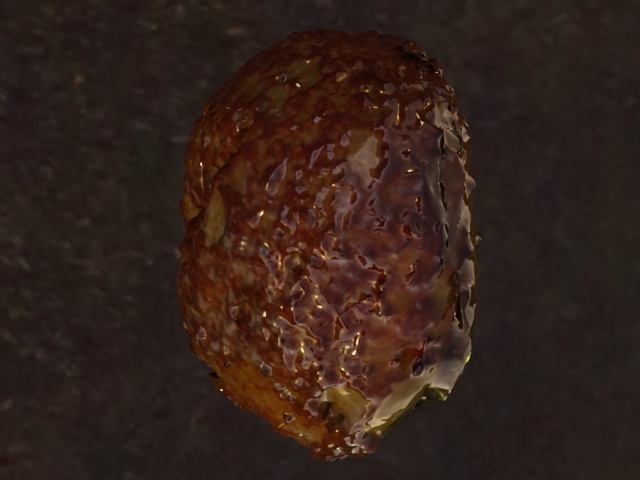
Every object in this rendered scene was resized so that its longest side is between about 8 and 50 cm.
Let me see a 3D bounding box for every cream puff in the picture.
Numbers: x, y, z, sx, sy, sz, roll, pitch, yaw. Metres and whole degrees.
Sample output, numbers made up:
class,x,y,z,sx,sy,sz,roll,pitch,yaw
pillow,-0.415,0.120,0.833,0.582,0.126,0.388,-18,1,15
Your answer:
class,x,y,z,sx,sy,sz,roll,pitch,yaw
cream puff,0.000,0.000,0.786,0.164,0.240,0.240,-9,121,-17
